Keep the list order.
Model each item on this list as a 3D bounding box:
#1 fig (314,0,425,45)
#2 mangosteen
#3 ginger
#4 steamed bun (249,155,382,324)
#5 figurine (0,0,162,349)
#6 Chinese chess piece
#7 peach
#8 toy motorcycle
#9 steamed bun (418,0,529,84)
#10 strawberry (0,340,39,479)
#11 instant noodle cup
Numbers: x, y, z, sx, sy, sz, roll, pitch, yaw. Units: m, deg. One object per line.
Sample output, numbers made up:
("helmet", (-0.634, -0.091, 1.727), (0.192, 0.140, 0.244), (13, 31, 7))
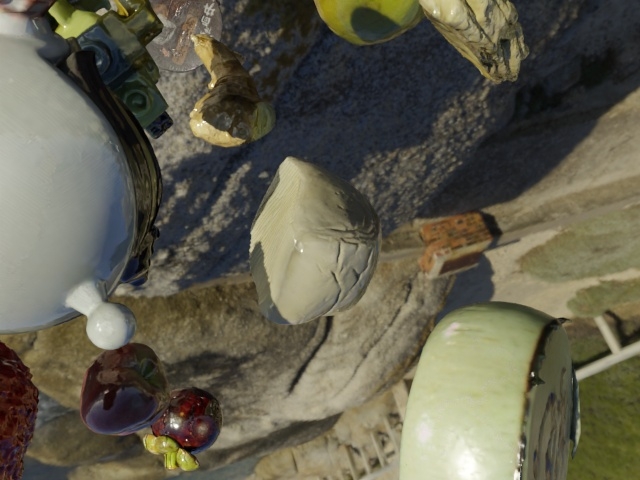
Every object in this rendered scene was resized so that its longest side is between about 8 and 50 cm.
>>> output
("fig", (0.153, -0.665, 1.482), (0.343, 0.343, 0.343), (-17, 155, -8))
("mangosteen", (-0.299, 0.410, 1.268), (0.166, 0.180, 0.166), (12, 140, 10))
("ginger", (-0.161, -0.245, 0.942), (0.131, 0.295, 0.086), (-14, 139, -12))
("steamed bun", (0.004, 0.003, 1.155), (0.236, 0.383, 0.247), (19, 114, -17))
("figurine", (-0.250, -0.072, 0.342), (0.370, 0.167, 0.281), (35, 120, -11))
("Chinese chess piece", (0.230, 0.253, 0.741), (0.146, 0.349, 0.349), (3, 169, 33))
("peach", (-0.335, 0.254, 0.966), (0.152, 0.152, 0.152), (-17, 155, -8))
("toy motorcycle", (-0.304, -0.271, 0.595), (0.168, 0.410, 0.237), (-43, -164, -3))
("steamed bun", (0.317, -0.492, 1.203), (0.189, 0.247, 0.428), (-54, 152, 17))
("strawberry", (-0.441, 0.239, 0.661), (0.250, 0.238, 0.288), (-27, 129, -31))
("instant noodle cup", (-0.368, -0.535, 1.402), (0.217, 0.207, 0.218), (-15, 123, -25))
